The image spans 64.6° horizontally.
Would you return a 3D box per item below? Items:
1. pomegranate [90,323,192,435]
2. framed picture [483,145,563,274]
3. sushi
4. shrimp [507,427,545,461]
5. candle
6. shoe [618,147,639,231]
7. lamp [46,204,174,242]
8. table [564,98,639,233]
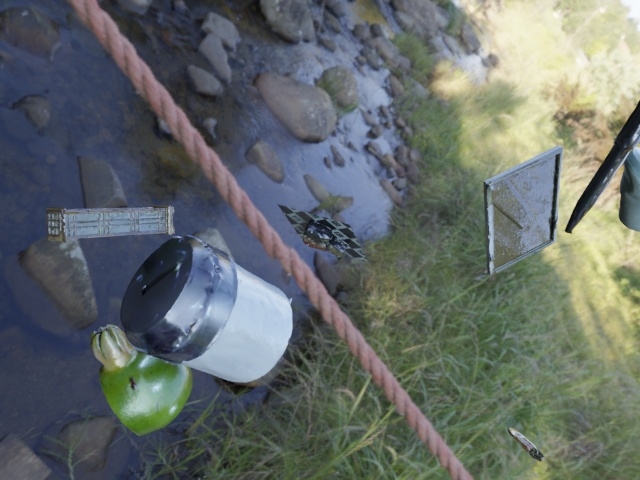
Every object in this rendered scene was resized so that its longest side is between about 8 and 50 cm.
[{"bbox_3d":[-0.373,0.276,1.080,0.241,0.159,0.190,53,-13,7],"label":"pomegranate"},{"bbox_3d":[0.471,-0.060,1.178,0.019,0.209,0.281,52,-18,51],"label":"framed picture"},{"bbox_3d":[0.000,0.000,1.428,0.047,0.231,0.219,-62,151,-19],"label":"sushi"},{"bbox_3d":[0.452,0.451,1.127,0.059,0.023,0.108,38,1,-13],"label":"shrimp"},{"bbox_3d":[-0.187,0.150,0.966,0.342,0.221,0.221,39,34,-44],"label":"candle"},{"bbox_3d":[0.634,-0.073,0.993,0.251,0.100,0.103,42,42,-25],"label":"shoe"},{"bbox_3d":[-0.550,-0.049,1.357,0.325,0.089,0.090,-8,100,-52],"label":"lamp"},{"bbox_3d":[0.401,-0.131,0.479,0.317,0.249,0.317,1,32,-1],"label":"table"}]
